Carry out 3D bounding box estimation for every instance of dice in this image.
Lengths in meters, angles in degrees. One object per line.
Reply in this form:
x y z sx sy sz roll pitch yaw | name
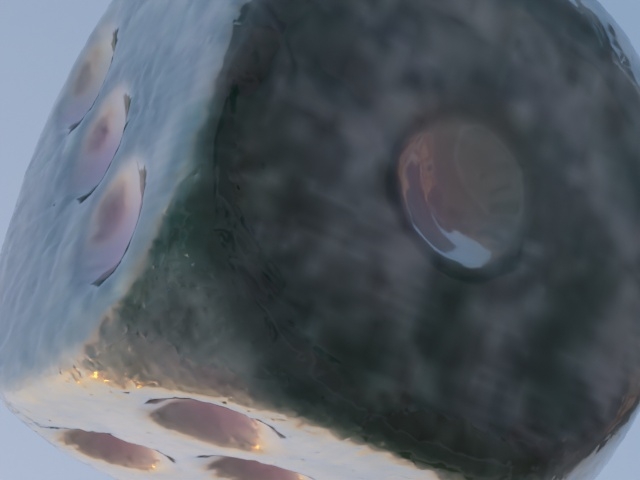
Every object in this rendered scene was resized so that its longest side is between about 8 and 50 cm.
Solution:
0.000 0.000 1.009 0.330 0.328 0.348 24 -23 -22 | dice
